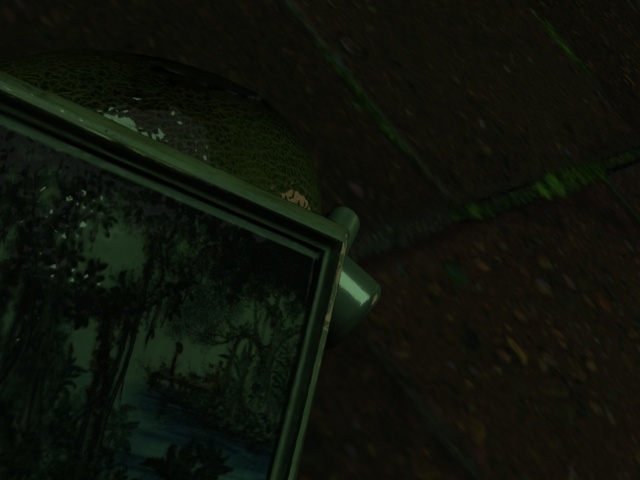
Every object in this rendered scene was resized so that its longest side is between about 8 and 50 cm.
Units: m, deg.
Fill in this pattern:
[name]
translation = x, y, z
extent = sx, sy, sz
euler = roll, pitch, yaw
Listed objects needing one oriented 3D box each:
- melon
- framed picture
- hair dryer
[melon]
translation = -0.068, -0.016, 0.447
extent = 0.162, 0.099, 0.099
euler = 9, 44, -48
[framed picture]
translation = -0.067, 0.035, 0.371
extent = 0.183, 0.011, 0.142
euler = 24, 74, -39
[hair dryer]
translation = 0.000, 0.000, 0.603
extent = 0.063, 0.038, 0.124
euler = 44, 20, -5
